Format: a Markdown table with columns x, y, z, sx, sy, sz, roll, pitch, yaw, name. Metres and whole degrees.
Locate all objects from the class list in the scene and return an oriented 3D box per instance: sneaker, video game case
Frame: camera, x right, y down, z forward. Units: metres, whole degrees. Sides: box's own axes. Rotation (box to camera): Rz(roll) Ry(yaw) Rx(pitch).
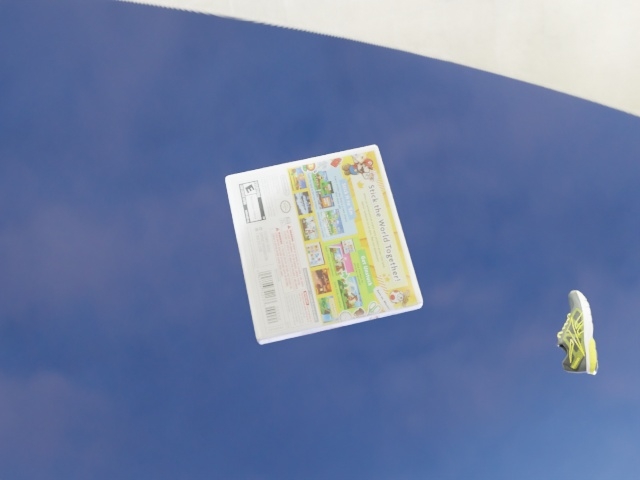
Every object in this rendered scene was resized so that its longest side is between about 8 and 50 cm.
| x | y | z | sx | sy | sz | roll | pitch | yaw | name |
| --- | --- | --- | --- | --- | --- | --- | --- | --- | --- |
| 0.244 | 0.088 | 0.684 | 0.035 | 0.083 | 0.031 | -8 | -28 | 16 | sneaker |
| 0.000 | 0.000 | 0.902 | 0.206 | 0.227 | 0.026 | -12 | -22 | -3 | video game case |
